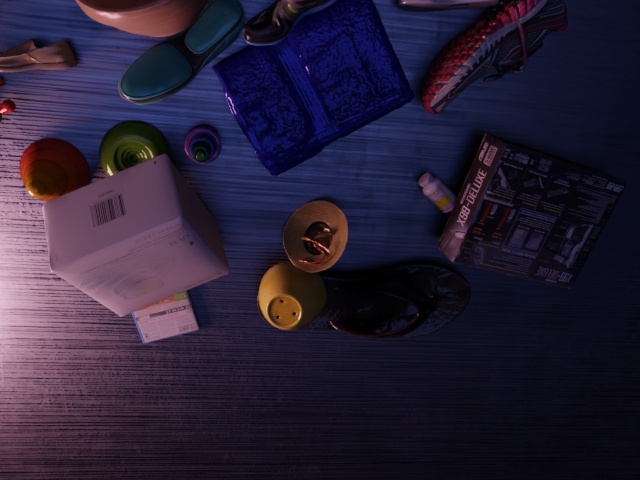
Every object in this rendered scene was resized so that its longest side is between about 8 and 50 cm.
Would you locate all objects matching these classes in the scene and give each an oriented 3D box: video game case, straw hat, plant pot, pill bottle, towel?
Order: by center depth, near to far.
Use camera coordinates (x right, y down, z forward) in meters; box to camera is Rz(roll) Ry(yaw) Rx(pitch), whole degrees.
[{"bbox_3d":[-0.252,-0.396,0.926,0.237,0.238,0.110,-20,151,1],"label":"plant pot"},{"bbox_3d":[-0.007,-0.272,1.057,0.308,0.076,0.228,-28,114,4],"label":"towel"},{"bbox_3d":[-0.060,0.117,1.140,0.134,0.095,0.134,2,106,7],"label":"plant pot"},{"bbox_3d":[0.000,0.000,1.172,0.144,0.145,0.061,-37,152,8],"label":"straw hat"},{"bbox_3d":[0.229,-0.095,1.180,0.083,0.043,0.043,41,102,-20],"label":"pill bottle"},{"bbox_3d":[-0.323,0.122,1.209,0.119,0.015,0.167,-13,114,-2],"label":"video game case"}]

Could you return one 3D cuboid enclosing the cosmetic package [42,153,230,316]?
[{"bbox_3d":[-0.308,0.002,1.041,0.223,0.138,0.225,-22,153,2],"label":"cosmetic package"}]

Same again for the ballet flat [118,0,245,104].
[{"bbox_3d":[-0.223,-0.305,1.002,0.247,0.087,0.083,-41,93,-3],"label":"ballet flat"}]

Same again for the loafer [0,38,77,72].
[{"bbox_3d":[-0.481,-0.306,0.992,0.147,0.056,0.050,-7,113,-16],"label":"loafer"}]

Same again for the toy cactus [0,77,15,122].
[{"bbox_3d":[-0.632,-0.243,0.980,0.180,0.112,0.219,-41,121,20],"label":"toy cactus"}]

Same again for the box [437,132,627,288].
[{"bbox_3d":[0.415,-0.049,1.184,0.307,0.076,0.243,12,111,-21],"label":"box"}]

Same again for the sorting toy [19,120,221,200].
[{"bbox_3d":[-0.353,-0.127,1.043,0.365,0.126,0.127,-11,113,-2],"label":"sorting toy"}]

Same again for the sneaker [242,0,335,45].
[{"bbox_3d":[-0.052,-0.389,0.979,0.188,0.067,0.078,-33,154,5],"label":"sneaker"}]

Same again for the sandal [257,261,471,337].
[{"bbox_3d":[0.095,0.139,1.223,0.444,0.107,0.168,-1,112,-6],"label":"sandal"}]

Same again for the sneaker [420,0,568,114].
[{"bbox_3d":[0.304,-0.326,1.055,0.299,0.121,0.112,-41,114,9],"label":"sneaker"}]

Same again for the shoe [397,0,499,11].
[{"bbox_3d":[0.219,-0.442,1.030,0.177,0.063,0.081,-4,98,-1],"label":"shoe"}]
